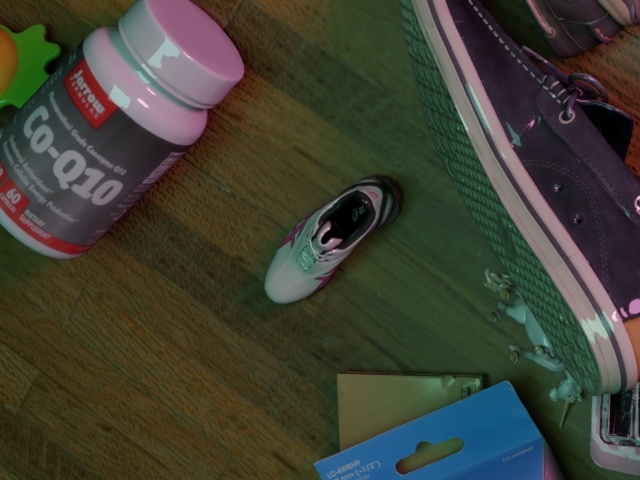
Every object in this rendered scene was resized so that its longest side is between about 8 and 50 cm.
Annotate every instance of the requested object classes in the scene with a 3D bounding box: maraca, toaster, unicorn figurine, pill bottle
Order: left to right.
[{"bbox_3d":[-0.377,-0.189,2.169,0.186,0.099,0.127,-1,72,16],"label":"maraca"},{"bbox_3d":[-0.225,-0.126,2.076,0.283,0.161,0.161,-44,78,21],"label":"pill bottle"},{"bbox_3d":[0.221,0.102,1.952,0.060,0.111,0.162,-20,73,34],"label":"unicorn figurine"},{"bbox_3d":[0.351,0.150,1.888,0.168,0.110,0.185,5,98,24],"label":"toaster"}]

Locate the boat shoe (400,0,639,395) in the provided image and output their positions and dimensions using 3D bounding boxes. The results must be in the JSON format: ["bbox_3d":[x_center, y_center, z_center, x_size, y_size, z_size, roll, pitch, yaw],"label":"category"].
[{"bbox_3d":[0.215,-0.085,1.870,0.156,0.187,0.500,-24,63,-8],"label":"boat shoe"}]

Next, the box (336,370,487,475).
[{"bbox_3d":[0.098,0.238,2.055,0.164,0.021,0.201,0,96,23],"label":"box"}]

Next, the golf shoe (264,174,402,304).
[{"bbox_3d":[0.000,0.000,2.036,0.186,0.086,0.067,-45,79,22],"label":"golf shoe"}]

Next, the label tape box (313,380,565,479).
[{"bbox_3d":[0.155,0.351,1.972,0.249,0.115,0.347,-26,95,24],"label":"label tape box"}]

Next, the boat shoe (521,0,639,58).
[{"bbox_3d":[0.174,-0.328,1.899,0.130,0.132,0.355,-40,79,22],"label":"boat shoe"}]
